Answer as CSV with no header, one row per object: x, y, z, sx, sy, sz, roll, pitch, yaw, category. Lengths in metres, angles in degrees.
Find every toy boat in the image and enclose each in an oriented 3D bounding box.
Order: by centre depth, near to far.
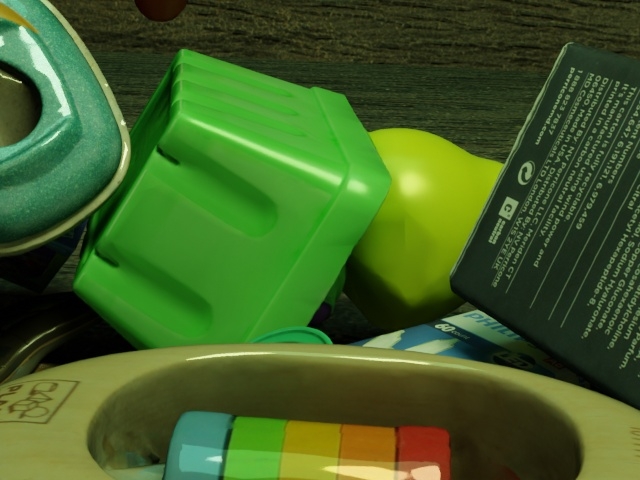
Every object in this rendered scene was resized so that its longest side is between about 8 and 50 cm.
-0.221,-0.158,1.019,0.318,0.267,0.148,-40,-8,-20,toy boat

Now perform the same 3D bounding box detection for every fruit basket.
0.000,0.000,1.135,0.392,0.283,0.392,32,12,-8,fruit basket

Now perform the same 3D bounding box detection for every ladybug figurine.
-0.008,0.170,0.696,0.449,0.162,0.305,4,18,8,ladybug figurine

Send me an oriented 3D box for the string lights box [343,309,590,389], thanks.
0.063,0.130,0.966,0.259,0.077,0.133,-12,23,-35,string lights box

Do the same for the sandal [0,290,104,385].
-0.250,0.105,1.071,0.090,0.060,0.219,5,31,30,sandal

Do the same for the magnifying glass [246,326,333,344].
-0.080,0.137,0.857,0.231,0.026,0.092,-37,35,-22,magnifying glass

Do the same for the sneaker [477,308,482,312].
0.234,0.062,1.210,0.125,0.104,0.262,19,12,-18,sneaker

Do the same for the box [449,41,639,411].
0.330,0.046,0.868,0.293,0.212,0.395,22,6,-28,box

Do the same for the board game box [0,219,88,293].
-0.382,-0.070,1.163,0.347,0.078,0.233,24,-18,-13,board game box
